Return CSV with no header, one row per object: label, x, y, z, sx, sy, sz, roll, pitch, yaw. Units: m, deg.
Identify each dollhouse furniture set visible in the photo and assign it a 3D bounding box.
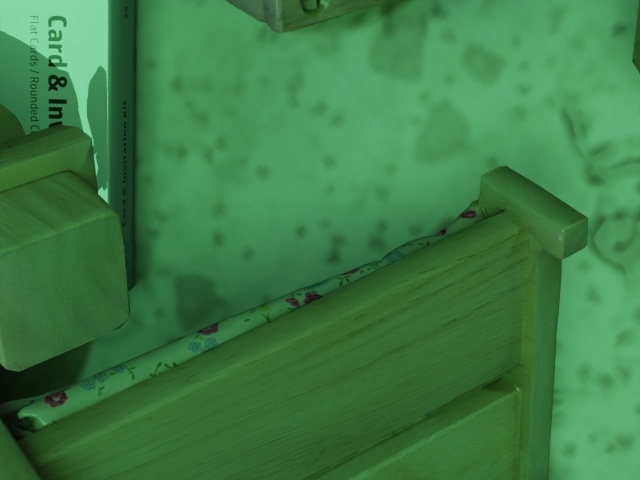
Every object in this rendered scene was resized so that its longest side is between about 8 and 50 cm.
dollhouse furniture set,0.000,0.000,0.496,0.303,0.174,0.355,-23,130,-27

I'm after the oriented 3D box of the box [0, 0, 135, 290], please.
box,-0.162,-0.053,0.532,0.186,0.038,0.145,3,98,6
